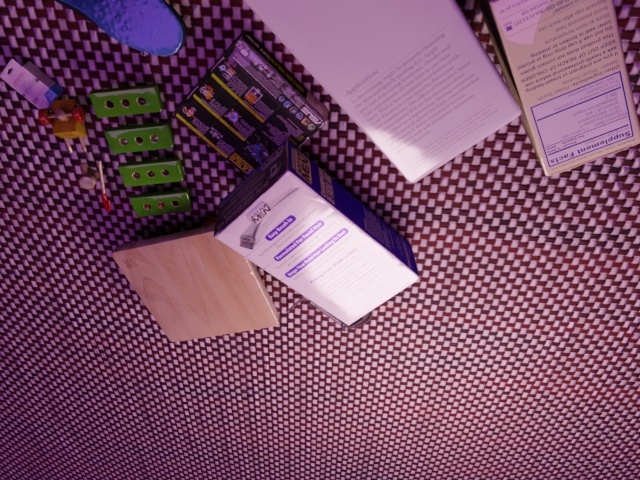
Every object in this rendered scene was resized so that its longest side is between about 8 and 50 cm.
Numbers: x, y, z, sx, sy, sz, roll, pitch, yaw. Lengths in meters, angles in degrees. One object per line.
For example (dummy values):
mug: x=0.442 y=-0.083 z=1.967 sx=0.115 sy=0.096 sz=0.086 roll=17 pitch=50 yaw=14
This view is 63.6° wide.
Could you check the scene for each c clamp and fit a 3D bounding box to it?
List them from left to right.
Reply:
c clamp: x=0.029 y=0.149 z=1.130 sx=0.160 sy=0.022 sz=0.137 roll=33 pitch=118 yaw=-16

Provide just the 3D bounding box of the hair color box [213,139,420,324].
hair color box: x=0.000 y=0.000 z=0.934 sx=0.185 sy=0.110 sz=0.338 roll=-38 pitch=124 yaw=25

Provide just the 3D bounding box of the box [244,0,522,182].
box: x=0.068 y=-0.274 z=0.632 sx=0.168 sy=0.215 sz=0.345 roll=-32 pitch=130 yaw=23

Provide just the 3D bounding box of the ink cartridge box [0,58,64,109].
ink cartridge box: x=-0.484 y=-0.264 z=0.866 sx=0.048 sy=0.028 sz=0.083 roll=-35 pitch=117 yaw=27

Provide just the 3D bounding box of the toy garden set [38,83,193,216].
toy garden set: x=-0.354 y=-0.154 z=0.918 sx=0.203 sy=0.049 sz=0.245 roll=-6 pitch=128 yaw=1

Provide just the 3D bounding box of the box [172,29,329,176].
box: x=-0.114 y=-0.211 z=0.856 sx=0.190 sy=0.045 sz=0.184 roll=39 pitch=124 yaw=-22

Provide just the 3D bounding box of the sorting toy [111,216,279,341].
sorting toy: x=-0.240 y=0.074 z=1.058 sx=0.255 sy=0.089 sz=0.257 roll=-11 pitch=125 yaw=14

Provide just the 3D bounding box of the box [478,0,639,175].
box: x=0.296 y=-0.250 z=0.669 sx=0.117 sy=0.214 sz=0.243 roll=-20 pitch=122 yaw=21

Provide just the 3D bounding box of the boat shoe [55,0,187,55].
boat shoe: x=-0.305 y=-0.361 z=0.740 sx=0.258 sy=0.089 sz=0.109 roll=32 pitch=111 yaw=-11
